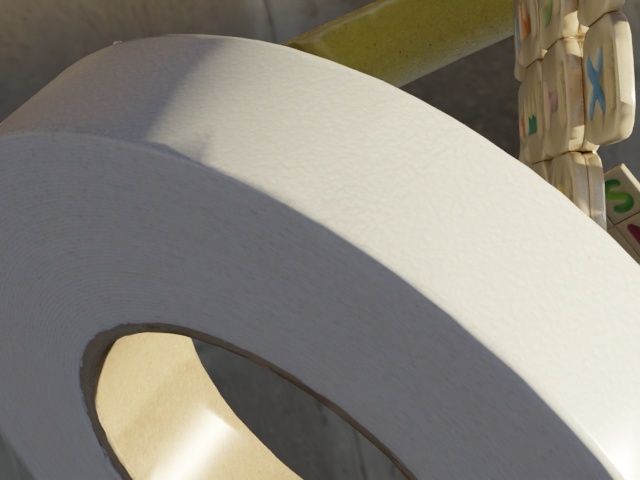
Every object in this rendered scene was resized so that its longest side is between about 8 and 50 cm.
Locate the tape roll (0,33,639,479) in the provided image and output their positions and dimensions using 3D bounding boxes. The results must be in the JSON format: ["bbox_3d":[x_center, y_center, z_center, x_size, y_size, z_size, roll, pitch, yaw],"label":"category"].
[{"bbox_3d":[-0.003,0.094,0.531,0.392,0.392,0.072,49,55,-12],"label":"tape roll"}]

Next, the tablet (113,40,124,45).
[{"bbox_3d":[-0.228,-0.221,1.546,0.083,0.006,0.054,9,105,31],"label":"tablet"}]

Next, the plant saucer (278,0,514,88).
[{"bbox_3d":[0.112,-0.219,1.219,0.332,0.333,0.081,-26,100,-8],"label":"plant saucer"}]

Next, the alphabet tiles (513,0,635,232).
[{"bbox_3d":[0.125,-0.129,0.668,0.021,0.278,0.284,-4,91,1],"label":"alphabet tiles"}]

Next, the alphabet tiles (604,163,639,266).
[{"bbox_3d":[0.325,0.058,1.465,0.342,0.285,0.011,50,48,-5],"label":"alphabet tiles"}]
